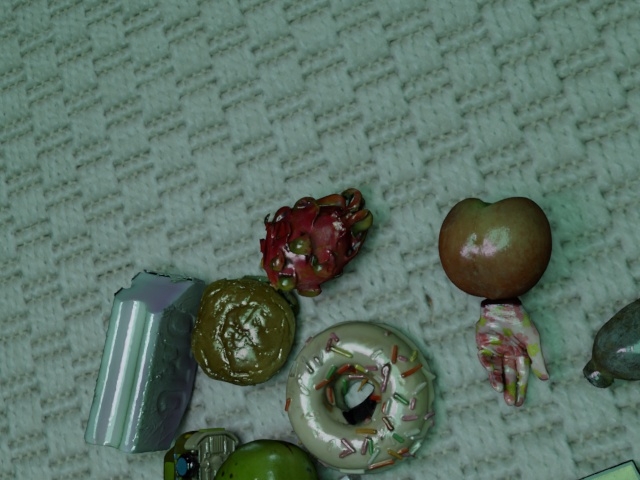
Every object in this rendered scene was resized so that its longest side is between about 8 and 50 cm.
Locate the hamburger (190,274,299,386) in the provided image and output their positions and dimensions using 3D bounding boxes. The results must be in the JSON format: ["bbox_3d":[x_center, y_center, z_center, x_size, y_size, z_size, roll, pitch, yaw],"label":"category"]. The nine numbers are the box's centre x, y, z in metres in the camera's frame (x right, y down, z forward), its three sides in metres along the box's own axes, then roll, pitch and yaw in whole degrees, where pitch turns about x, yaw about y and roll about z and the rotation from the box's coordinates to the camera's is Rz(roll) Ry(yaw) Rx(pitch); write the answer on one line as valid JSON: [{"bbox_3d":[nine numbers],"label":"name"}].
[{"bbox_3d":[-0.198,0.226,1.945,0.265,0.134,0.285,6,84,22],"label":"hamburger"}]

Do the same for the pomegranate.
[{"bbox_3d":[-0.102,0.604,1.762,0.340,0.260,0.260,35,93,36],"label":"pomegranate"}]

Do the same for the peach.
[{"bbox_3d":[0.399,0.016,1.729,0.252,0.252,0.253,-3,79,18],"label":"peach"}]

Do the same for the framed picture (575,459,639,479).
[{"bbox_3d":[0.635,0.681,1.641,0.255,0.014,0.339,-26,73,13],"label":"framed picture"}]

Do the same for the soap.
[{"bbox_3d":[-0.431,0.300,1.941,0.156,0.261,0.446,6,80,20],"label":"soap"}]

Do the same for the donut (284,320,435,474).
[{"bbox_3d":[0.084,0.376,1.818,0.382,0.142,0.383,-3,80,19],"label":"donut"}]

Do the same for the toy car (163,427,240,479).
[{"bbox_3d":[-0.310,0.601,1.908,0.198,0.204,0.248,-14,74,41],"label":"toy car"}]

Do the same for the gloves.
[{"bbox_3d":[0.432,0.256,1.738,0.145,0.126,0.241,-9,100,-3],"label":"gloves"}]

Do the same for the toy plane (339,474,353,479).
[{"bbox_3d":[0.083,0.675,1.781,0.244,0.117,0.245,-8,67,20],"label":"toy plane"}]

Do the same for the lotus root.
[{"bbox_3d":[0.718,0.203,1.623,0.349,0.175,0.175,-30,72,11],"label":"lotus root"}]

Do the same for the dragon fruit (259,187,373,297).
[{"bbox_3d":[-0.015,-0.005,1.873,0.227,0.243,0.307,26,94,59],"label":"dragon fruit"}]
